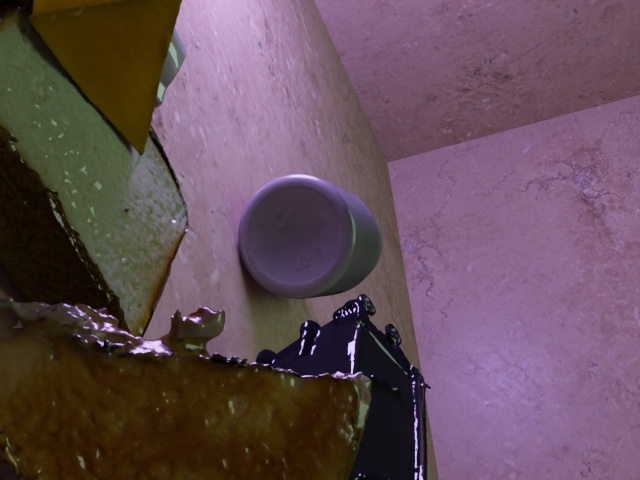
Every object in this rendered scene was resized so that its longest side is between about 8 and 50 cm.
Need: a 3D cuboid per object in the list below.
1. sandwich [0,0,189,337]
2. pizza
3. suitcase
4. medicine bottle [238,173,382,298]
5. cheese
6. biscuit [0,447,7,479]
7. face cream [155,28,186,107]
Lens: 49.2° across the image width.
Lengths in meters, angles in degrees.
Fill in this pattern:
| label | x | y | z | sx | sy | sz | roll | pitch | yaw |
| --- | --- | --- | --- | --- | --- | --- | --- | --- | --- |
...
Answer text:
| label | x | y | z | sx | sy | sz | roll | pitch | yaw |
| --- | --- | --- | --- | --- | --- | --- | --- | --- | --- |
| sandwich | -0.241 | -0.078 | 0.666 | 0.271 | 0.099 | 0.301 | -88 | 156 | -61 |
| pizza | -0.116 | 0.135 | 0.493 | 0.071 | 0.296 | 0.189 | 170 | -63 | -74 |
| suitcase | -0.020 | 0.272 | 0.826 | 0.194 | 0.283 | 0.434 | 49 | 22 | -13 |
| medicine bottle | 0.000 | 0.000 | 1.302 | 0.339 | 0.208 | 0.209 | 11 | 66 | -75 |
| cheese | -0.183 | -0.173 | 0.662 | 0.171 | 0.126 | 0.093 | 88 | -12 | -50 |
| biscuit | -0.282 | 0.091 | 0.420 | 0.239 | 0.061 | 0.108 | 54 | 24 | -59 |
| face cream | -0.249 | -0.333 | 0.786 | 0.145 | 0.145 | 0.370 | -86 | 158 | -51 |
